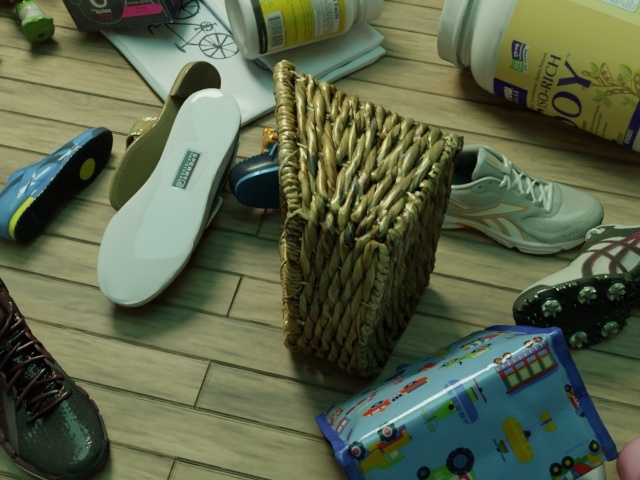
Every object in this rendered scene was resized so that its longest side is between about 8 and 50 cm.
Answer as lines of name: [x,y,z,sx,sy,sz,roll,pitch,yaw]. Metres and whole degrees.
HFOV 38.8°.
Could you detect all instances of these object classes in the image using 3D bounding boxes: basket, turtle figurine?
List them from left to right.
turtle figurine: [-0.504,-0.426,1.338,0.198,0.275,0.266,-14,75,-48]
basket: [0.000,0.000,0.995,0.223,0.299,0.213,25,59,14]

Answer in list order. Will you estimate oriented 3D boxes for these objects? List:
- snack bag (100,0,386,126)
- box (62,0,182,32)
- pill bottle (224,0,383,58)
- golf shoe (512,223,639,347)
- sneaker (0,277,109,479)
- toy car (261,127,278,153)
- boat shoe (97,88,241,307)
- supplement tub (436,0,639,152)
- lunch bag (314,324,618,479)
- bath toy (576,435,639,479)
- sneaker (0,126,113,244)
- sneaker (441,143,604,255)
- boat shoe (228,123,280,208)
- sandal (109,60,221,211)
snack bag: [-0.128,-0.314,1.381,0.342,0.037,0.323,-30,60,-20]
box: [-0.284,-0.460,1.389,0.165,0.143,0.270,-1,49,19]
pill bottle: [-0.024,-0.342,1.308,0.208,0.119,0.119,-18,56,-14]
golf shoe: [0.340,0.047,1.100,0.273,0.105,0.120,-14,40,-17]
sneaker: [-0.338,0.132,0.980,0.106,0.162,0.281,-36,62,-23]
toy car: [-0.097,-0.149,1.241,0.122,0.040,0.060,23,67,-1]
boat shoe: [-0.181,-0.046,1.151,0.108,0.102,0.301,19,72,8]
supplement tub: [0.352,-0.284,1.236,0.331,0.241,0.241,26,58,17]
lunch bag: [0.113,0.167,0.909,0.221,0.293,0.138,-28,100,-5]
bath toy: [0.335,0.250,0.922,0.348,0.129,0.151,-4,56,-4]
sneaker: [-0.361,-0.087,1.196,0.082,0.069,0.209,25,58,21]
sneaker: [0.230,-0.061,1.148,0.262,0.121,0.099,8,55,6]
boat shoe: [-0.008,-0.108,1.204,0.258,0.109,0.089,-13,60,-29]
sandal: [-0.220,-0.137,1.236,0.079,0.088,0.240,9,67,54]
